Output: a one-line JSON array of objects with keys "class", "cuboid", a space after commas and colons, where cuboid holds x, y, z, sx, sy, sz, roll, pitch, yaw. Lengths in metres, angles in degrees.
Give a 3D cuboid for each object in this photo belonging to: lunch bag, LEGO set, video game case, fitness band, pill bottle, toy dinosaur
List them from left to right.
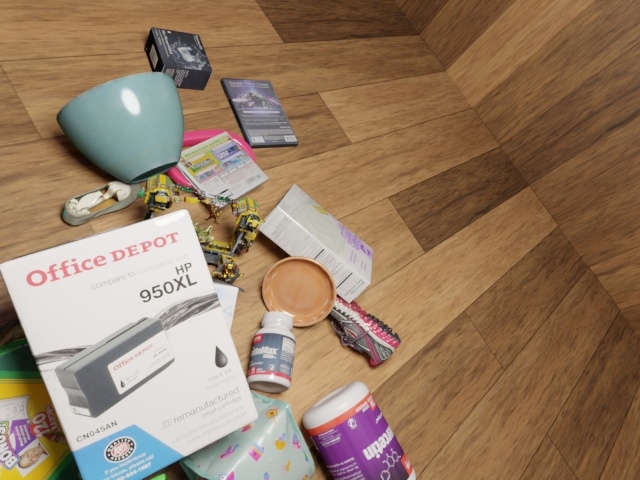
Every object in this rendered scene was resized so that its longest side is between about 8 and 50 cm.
[{"class": "toy dinosaur", "cuboid": [-0.518, 0.189, 0.949, 0.268, 0.064, 0.118, -12, 57, -40]}, {"class": "LEGO set", "cuboid": [-0.291, 0.007, 1.082, 0.331, 0.255, 0.192, 21, 30, -32]}, {"class": "fitness band", "cuboid": [-0.319, -0.230, 1.343, 0.291, 0.054, 0.209, -17, 72, -40]}, {"class": "video game case", "cuboid": [-0.282, -0.202, 1.297, 0.193, 0.023, 0.212, 48, 48, 3]}, {"class": "lunch bag", "cuboid": [-0.137, 0.495, 0.959, 0.223, 0.160, 0.262, -38, 121, -42]}, {"class": "video game case", "cuboid": [-0.206, -0.436, 1.555, 0.196, 0.026, 0.274, -12, 70, -38]}, {"class": "pill bottle", "cuboid": [-0.118, 0.276, 1.137, 0.108, 0.108, 0.180, 21, 53, -23]}, {"class": "pill bottle", "cuboid": [0.105, 0.520, 1.093, 0.181, 0.181, 0.323, -23, 78, -40]}]

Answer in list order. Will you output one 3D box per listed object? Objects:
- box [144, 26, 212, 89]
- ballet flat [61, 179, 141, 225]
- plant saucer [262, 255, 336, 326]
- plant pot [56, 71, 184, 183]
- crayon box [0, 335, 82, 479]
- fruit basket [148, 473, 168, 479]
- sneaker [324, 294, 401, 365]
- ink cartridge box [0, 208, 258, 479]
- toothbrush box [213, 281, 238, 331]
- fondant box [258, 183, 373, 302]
[{"class": "box", "cuboid": [-0.445, -0.566, 1.427, 0.158, 0.093, 0.156, -9, 69, -38]}, {"class": "ballet flat", "cuboid": [-0.524, -0.105, 1.116, 0.072, 0.068, 0.213, 49, 48, 1]}, {"class": "plant saucer", "cuboid": [-0.056, 0.134, 1.229, 0.200, 0.200, 0.037, 41, 15, -7]}, {"class": "plant pot", "cuboid": [-0.457, -0.257, 1.131, 0.290, 0.290, 0.195, -32, 99, -41]}, {"class": "crayon box", "cuboid": [-0.531, 0.323, 0.765, 0.165, 0.081, 0.278, -22, 105, -46]}, {"class": "fruit basket", "cuboid": [-0.225, 0.532, 0.741, 0.392, 0.392, 0.282, 5, 61, -32]}, {"class": "sneaker", "cuboid": [0.082, 0.240, 1.299, 0.299, 0.112, 0.121, 37, 7, 4]}, {"class": "ink cartridge box", "cuboid": [-0.315, 0.172, 0.787, 0.286, 0.166, 0.394, -20, 98, -24]}, {"class": "toothbrush box", "cuboid": [-0.315, 0.221, 0.952, 0.216, 0.126, 0.295, 14, 83, -27]}, {"class": "fondant box", "cuboid": [0.000, 0.000, 1.327, 0.330, 0.096, 0.238, 41, 22, -8]}]
